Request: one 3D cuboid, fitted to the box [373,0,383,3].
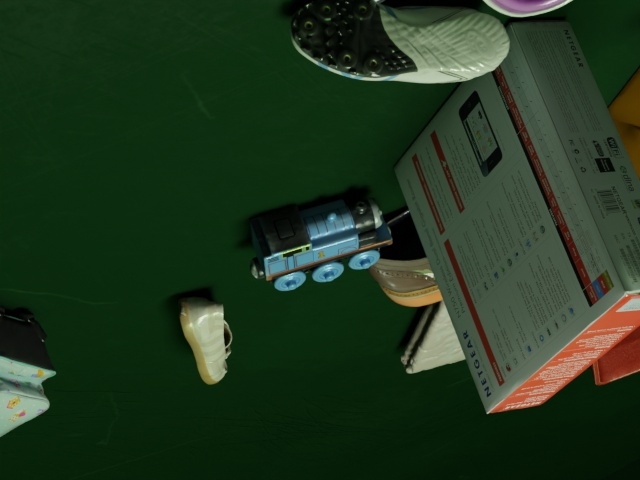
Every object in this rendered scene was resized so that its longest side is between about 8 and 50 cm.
[{"bbox_3d":[0.052,-0.313,1.165,0.183,0.059,0.232,-29,133,22],"label":"box"}]

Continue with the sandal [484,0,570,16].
[{"bbox_3d":[0.149,-0.285,1.338,0.169,0.102,0.416,-34,151,26],"label":"sandal"}]

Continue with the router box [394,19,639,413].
[{"bbox_3d":[0.228,-0.022,1.681,0.082,0.335,0.301,-6,154,-29],"label":"router box"}]

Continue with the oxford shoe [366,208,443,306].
[{"bbox_3d":[0.223,-0.026,1.932,0.363,0.130,0.133,-27,148,13],"label":"oxford shoe"}]

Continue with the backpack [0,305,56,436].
[{"bbox_3d":[-0.434,0.175,1.841,0.188,0.144,0.166,-24,162,17],"label":"backpack"}]

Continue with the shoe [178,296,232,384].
[{"bbox_3d":[-0.146,0.136,2.055,0.058,0.076,0.219,-14,154,-1],"label":"shoe"}]

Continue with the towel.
[{"bbox_3d":[0.305,0.091,2.331,0.332,0.053,0.317,-13,155,-15],"label":"towel"}]

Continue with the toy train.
[{"bbox_3d":[0.000,0.000,1.875,0.184,0.080,0.105,-16,150,-8],"label":"toy train"}]

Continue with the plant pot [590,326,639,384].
[{"bbox_3d":[0.447,0.012,2.042,0.267,0.236,0.267,-22,156,4],"label":"plant pot"}]

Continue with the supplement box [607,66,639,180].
[{"bbox_3d":[0.484,-0.160,1.831,0.194,0.129,0.191,-9,154,-22],"label":"supplement box"}]

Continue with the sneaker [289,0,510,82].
[{"bbox_3d":[0.074,-0.196,1.511,0.237,0.085,0.086,1,176,-26],"label":"sneaker"}]
